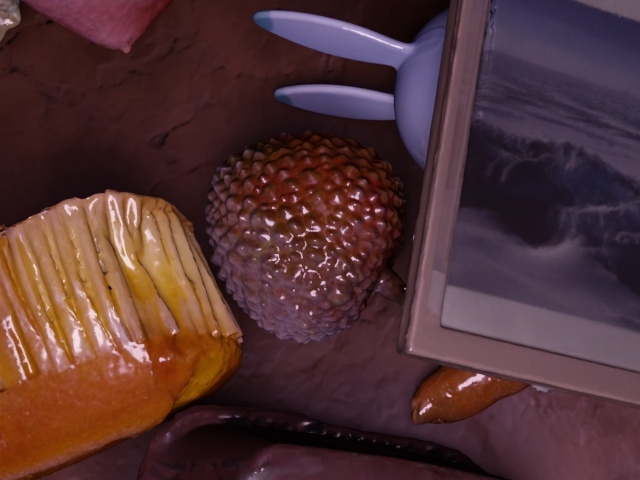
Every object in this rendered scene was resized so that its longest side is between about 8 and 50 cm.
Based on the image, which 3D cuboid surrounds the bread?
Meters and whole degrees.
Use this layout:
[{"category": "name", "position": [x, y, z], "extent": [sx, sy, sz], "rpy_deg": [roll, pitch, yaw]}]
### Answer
[{"category": "bread", "position": [-0.201, 0.094, 0.908], "extent": [0.288, 0.204, 0.156], "rpy_deg": [-25, 74, 8]}]

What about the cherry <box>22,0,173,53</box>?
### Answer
[{"category": "cherry", "position": [-0.184, -0.291, 0.997], "extent": [0.206, 0.239, 0.239], "rpy_deg": [-45, 72, 37]}]

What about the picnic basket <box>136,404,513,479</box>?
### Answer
[{"category": "picnic basket", "position": [0.022, 0.228, 0.832], "extent": [0.296, 0.129, 0.223], "rpy_deg": [14, 73, -23]}]

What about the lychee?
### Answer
[{"category": "lychee", "position": [0.000, 0.000, 0.942], "extent": [0.197, 0.165, 0.165], "rpy_deg": [31, 81, 10]}]

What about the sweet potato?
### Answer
[{"category": "sweet potato", "position": [0.152, 0.088, 0.965], "extent": [0.195, 0.056, 0.056], "rpy_deg": [-35, 76, -8]}]

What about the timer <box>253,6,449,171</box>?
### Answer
[{"category": "timer", "position": [0.097, -0.135, 0.975], "extent": [0.255, 0.175, 0.175], "rpy_deg": [34, 82, 23]}]

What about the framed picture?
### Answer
[{"category": "framed picture", "position": [0.282, -0.029, 0.896], "extent": [0.446, 0.028, 0.326], "rpy_deg": [13, 77, -18]}]

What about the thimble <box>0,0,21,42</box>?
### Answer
[{"category": "thimble", "position": [-0.353, -0.211, 1.042], "extent": [0.190, 0.137, 0.143], "rpy_deg": [-31, 73, -18]}]
